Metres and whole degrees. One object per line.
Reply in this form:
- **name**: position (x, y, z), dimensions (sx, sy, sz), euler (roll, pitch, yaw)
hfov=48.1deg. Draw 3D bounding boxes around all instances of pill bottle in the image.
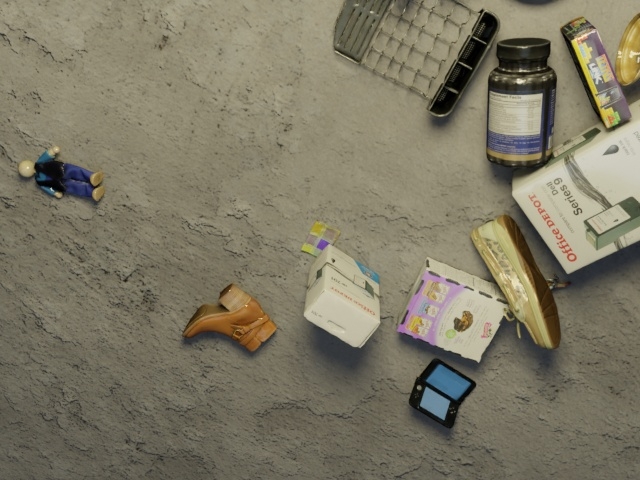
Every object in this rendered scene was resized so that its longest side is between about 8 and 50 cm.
- **pill bottle**: position (0.368, -0.253, 1.316), dimensions (0.122, 0.123, 0.219), euler (0, 114, 9)

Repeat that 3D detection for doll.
- **doll**: position (-0.563, -0.143, 1.549), dimensions (0.188, 0.046, 0.129), euler (12, 126, 10)

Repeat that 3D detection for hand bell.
- **hand bell**: position (0.661, -0.315, 1.255), dimensions (0.241, 0.126, 0.126), euler (9, 116, -3)

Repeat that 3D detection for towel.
- **towel**: position (0.000, 0.000, 1.552), dimensions (0.060, 0.009, 0.083), euler (28, 116, -6)

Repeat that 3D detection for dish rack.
- **dish rack**: position (0.163, -0.377, 1.317), dimensions (0.271, 0.074, 0.208), euler (26, 115, -4)

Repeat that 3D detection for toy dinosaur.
- **toy dinosaur**: position (0.470, 0.108, 1.518), dimensions (0.090, 0.047, 0.082), euler (23, 135, -14)

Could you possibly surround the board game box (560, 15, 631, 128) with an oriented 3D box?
- **board game box**: position (0.485, -0.300, 1.267), dimensions (0.048, 0.141, 0.170), euler (-24, 110, 18)

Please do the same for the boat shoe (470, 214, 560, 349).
- **boat shoe**: position (0.402, 0.091, 1.460), dimensions (0.089, 0.104, 0.285), euler (-26, 80, 32)

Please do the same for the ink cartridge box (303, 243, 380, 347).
- **ink cartridge box**: position (0.047, 0.112, 1.492), dimensions (0.139, 0.191, 0.082), euler (32, 114, -13)

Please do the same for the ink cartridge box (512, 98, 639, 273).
- **ink cartridge box**: position (0.536, -0.098, 1.344), dimensions (0.289, 0.121, 0.211), euler (-32, 103, 28)

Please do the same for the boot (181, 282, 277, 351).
- **boot**: position (-0.211, 0.204, 1.648), dimensions (0.197, 0.073, 0.152), euler (-36, 109, 24)

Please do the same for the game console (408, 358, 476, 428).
- **game console**: position (0.280, 0.351, 1.644), dimensions (0.122, 0.107, 0.071), euler (32, 144, -6)

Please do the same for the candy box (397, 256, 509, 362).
- **candy box**: position (0.286, 0.150, 1.546), dimensions (0.196, 0.070, 0.165), euler (22, 116, -1)
